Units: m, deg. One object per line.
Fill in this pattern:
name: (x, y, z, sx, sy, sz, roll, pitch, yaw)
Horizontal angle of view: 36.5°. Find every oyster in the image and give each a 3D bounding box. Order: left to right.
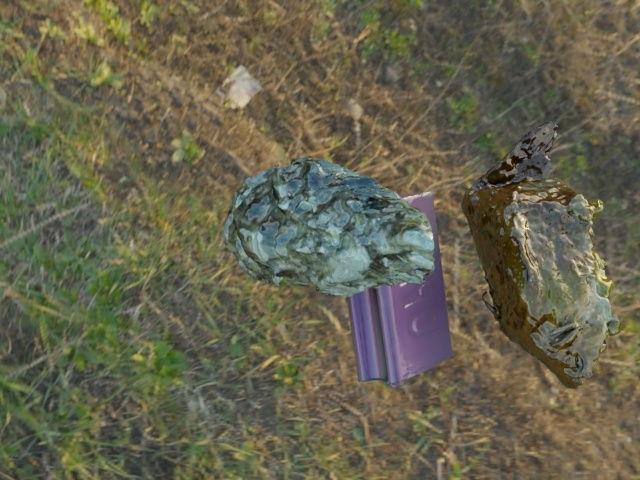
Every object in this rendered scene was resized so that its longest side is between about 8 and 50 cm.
oyster: (0.002, 0.000, 1.022, 0.252, 0.199, 0.087, 45, 24, 29)

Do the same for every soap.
soap: (0.085, 0.051, 1.100, 0.122, 0.065, 0.203, -18, 103, -48)

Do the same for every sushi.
sushi: (0.271, 0.022, 1.138, 0.179, 0.167, 0.296, -7, 52, -12)
